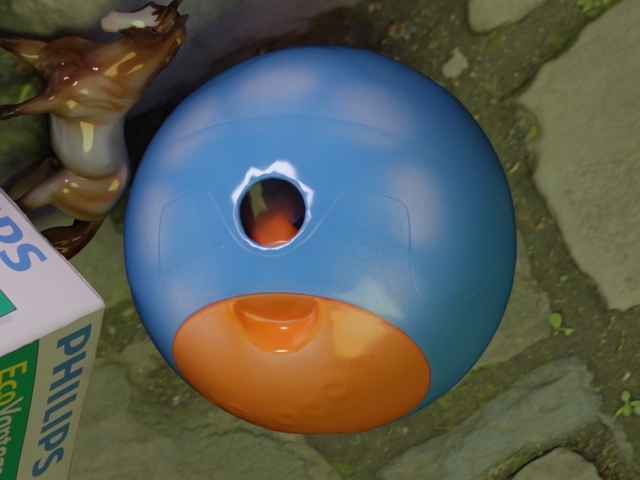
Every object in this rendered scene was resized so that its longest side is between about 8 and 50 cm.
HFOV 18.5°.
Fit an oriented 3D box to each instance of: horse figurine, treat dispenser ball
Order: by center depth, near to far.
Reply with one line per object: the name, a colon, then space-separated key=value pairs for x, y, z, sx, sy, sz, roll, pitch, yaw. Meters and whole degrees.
horse figurine: x=-0.193 y=-0.070 z=1.418 sx=0.174 sy=0.066 sz=0.263 roll=-7 pitch=134 yaw=-18
treat dispenser ball: x=0.000 y=0.000 z=1.440 sx=0.288 sy=0.288 sz=0.288 roll=-18 pitch=139 yaw=-16

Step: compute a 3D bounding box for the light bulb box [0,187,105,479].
light bulb box: x=-0.367 y=0.152 z=1.324 sx=0.361 sy=0.225 sz=0.358 roll=-27 pitch=150 yaw=-33
